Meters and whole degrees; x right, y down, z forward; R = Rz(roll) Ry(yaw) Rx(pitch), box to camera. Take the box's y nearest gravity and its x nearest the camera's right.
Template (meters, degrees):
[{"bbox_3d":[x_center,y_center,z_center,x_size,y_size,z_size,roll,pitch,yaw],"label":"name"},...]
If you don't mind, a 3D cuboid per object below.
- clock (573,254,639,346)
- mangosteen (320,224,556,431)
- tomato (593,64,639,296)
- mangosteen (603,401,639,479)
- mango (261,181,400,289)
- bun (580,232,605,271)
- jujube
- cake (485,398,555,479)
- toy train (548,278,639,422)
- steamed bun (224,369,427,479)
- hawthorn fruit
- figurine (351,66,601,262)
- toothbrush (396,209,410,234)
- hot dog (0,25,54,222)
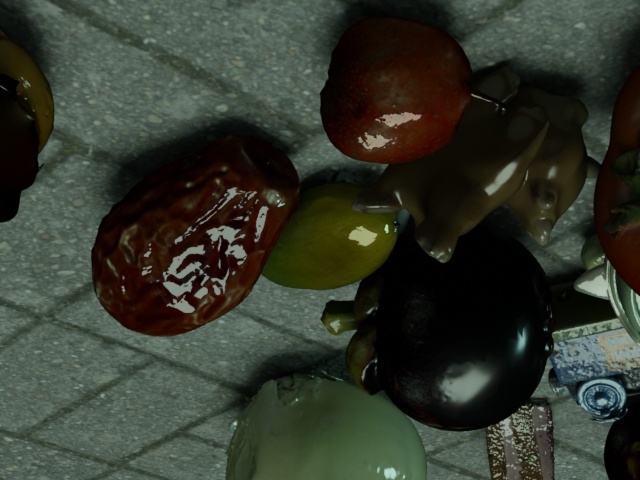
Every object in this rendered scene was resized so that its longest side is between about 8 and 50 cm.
[{"bbox_3d":[0.486,0.040,1.623,0.324,0.108,0.265,10,116,0],"label":"clock"},{"bbox_3d":[0.148,0.109,1.696,0.302,0.275,0.275,4,150,16],"label":"mangosteen"},{"bbox_3d":[0.454,-0.065,1.379,0.322,0.321,0.321,0,148,0],"label":"tomato"},{"bbox_3d":[0.593,0.321,2.131,0.231,0.231,0.289,19,102,-28],"label":"mangosteen"},{"bbox_3d":[0.006,0.003,1.670,0.137,0.091,0.237,36,144,-11],"label":"mango"},{"bbox_3d":[0.381,0.010,1.734,0.086,0.054,0.086,-13,150,-8],"label":"bun"},{"bbox_3d":[-0.154,-0.007,1.581,0.197,0.197,0.290,27,124,-37],"label":"jujube"},{"bbox_3d":[0.345,0.361,2.286,0.116,0.112,0.295,-6,135,5],"label":"cake"},{"bbox_3d":[0.448,0.131,1.828,0.300,0.131,0.202,-15,119,20],"label":"toy train"},{"bbox_3d":[0.010,0.342,2.095,0.312,0.233,0.334,12,155,-23],"label":"steamed bun"},{"bbox_3d":[0.097,-0.152,1.369,0.194,0.157,0.157,5,148,3],"label":"hawthorn fruit"},{"bbox_3d":[0.196,-0.066,1.479,0.247,0.177,0.173,-52,139,-4],"label":"figurine"},{"bbox_3d":[0.120,-0.106,1.570,0.030,0.025,0.342,0,148,-10],"label":"toothbrush"},{"bbox_3d":[-0.378,-0.149,1.423,0.194,0.107,0.326,23,152,-17],"label":"hot dog"}]
